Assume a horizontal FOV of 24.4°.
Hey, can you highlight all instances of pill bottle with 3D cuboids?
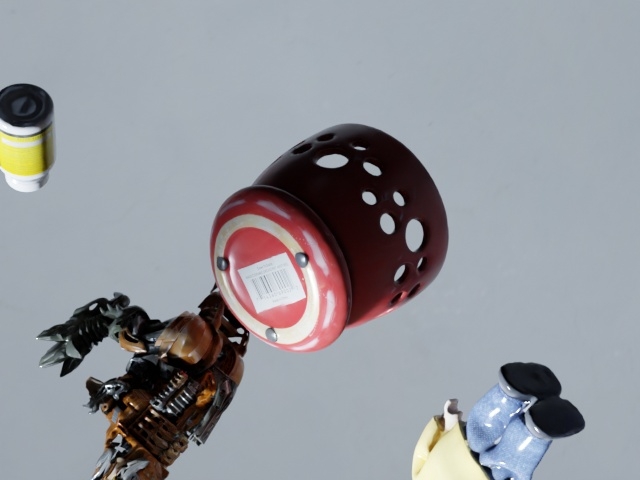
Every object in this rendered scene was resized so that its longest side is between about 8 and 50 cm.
[{"bbox_3d":[-0.307,-0.103,1.539,0.065,0.065,0.116,21,145,8],"label":"pill bottle"}]

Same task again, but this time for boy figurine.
[{"bbox_3d":[0.169,0.266,1.612,0.177,0.092,0.285,56,129,33],"label":"boy figurine"}]

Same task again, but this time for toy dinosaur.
[{"bbox_3d":[-0.145,0.133,1.496,0.218,0.322,0.164,0,120,45],"label":"toy dinosaur"}]

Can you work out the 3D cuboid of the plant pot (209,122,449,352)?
[{"bbox_3d":[0.000,0.000,1.426,0.191,0.174,0.191,21,124,35],"label":"plant pot"}]
